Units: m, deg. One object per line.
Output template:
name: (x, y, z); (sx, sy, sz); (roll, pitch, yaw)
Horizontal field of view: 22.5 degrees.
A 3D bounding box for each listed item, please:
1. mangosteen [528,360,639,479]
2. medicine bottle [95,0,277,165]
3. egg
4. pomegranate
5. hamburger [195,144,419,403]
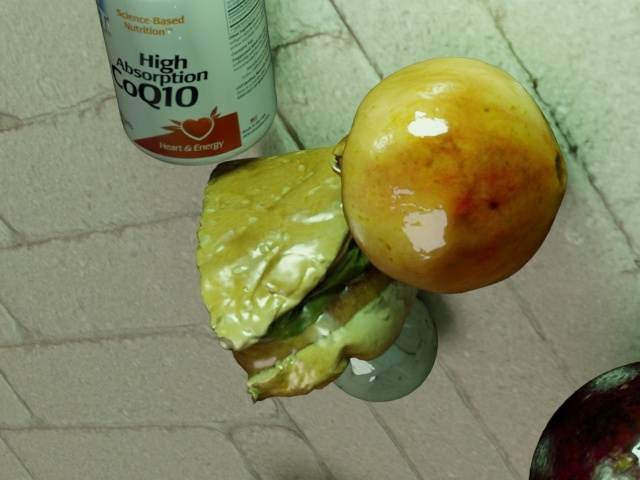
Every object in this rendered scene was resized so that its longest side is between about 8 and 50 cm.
mangosteen: (0.300, 0.272, 1.431); (0.307, 0.347, 0.307); (48, 179, 1)
medicine bottle: (-0.130, -0.221, 1.500); (0.157, 0.157, 0.289); (24, 143, 27)
egg: (0.049, 0.092, 1.691); (0.164, 0.131, 0.131); (49, 147, 4)
pomegranate: (0.111, -0.050, 1.395); (0.209, 0.209, 0.209); (28, 144, 23)
hamburger: (0.003, 0.001, 1.561); (0.209, 0.330, 0.162); (-17, 115, 7)
